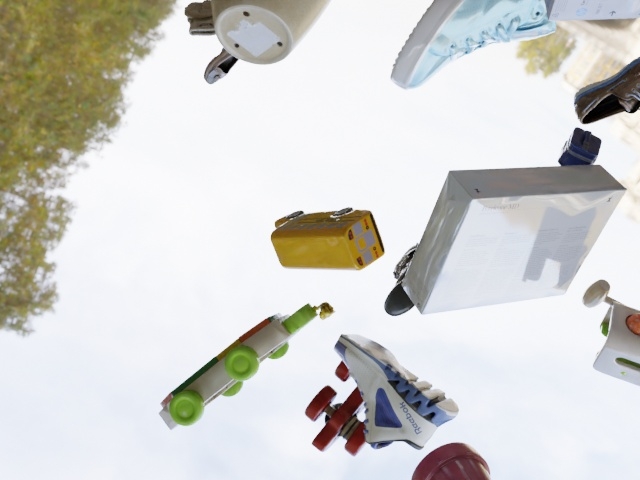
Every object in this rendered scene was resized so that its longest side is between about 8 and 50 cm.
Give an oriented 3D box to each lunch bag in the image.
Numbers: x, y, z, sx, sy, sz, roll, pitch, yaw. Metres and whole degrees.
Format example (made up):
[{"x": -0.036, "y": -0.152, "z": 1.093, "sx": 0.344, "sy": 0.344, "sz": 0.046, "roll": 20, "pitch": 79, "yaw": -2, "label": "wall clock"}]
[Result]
[{"x": 0.532, "y": -0.186, "z": 1.545, "sx": 0.067, "sy": 0.065, "sz": 0.098, "roll": 28, "pitch": -138, "yaw": 4, "label": "lunch bag"}]

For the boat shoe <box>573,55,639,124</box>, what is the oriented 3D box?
[{"x": 0.495, "y": -0.236, "z": 1.214, "sx": 0.066, "sy": 0.183, "sz": 0.066, "roll": 32, "pitch": -130, "yaw": -29, "label": "boat shoe"}]

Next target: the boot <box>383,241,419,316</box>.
[{"x": 0.281, "y": 0.126, "z": 2.504, "sx": 0.091, "sy": 0.263, "sz": 0.229, "roll": 38, "pitch": 177, "yaw": -9, "label": "boot"}]

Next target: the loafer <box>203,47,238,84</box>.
[{"x": -0.207, "y": -0.375, "z": 1.622, "sx": 0.045, "sy": 0.125, "sz": 0.039, "roll": 5, "pitch": -130, "yaw": -47, "label": "loafer"}]

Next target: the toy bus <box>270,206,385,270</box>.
[{"x": 0.000, "y": 0.000, "z": 1.740, "sx": 0.130, "sy": 0.108, "sz": 0.332, "roll": -33, "pitch": -160, "yaw": -35, "label": "toy bus"}]

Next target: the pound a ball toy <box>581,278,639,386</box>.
[{"x": 0.714, "y": 0.197, "z": 1.600, "sx": 0.319, "sy": 0.136, "sz": 0.208, "roll": 20, "pitch": -133, "yaw": 12, "label": "pound a ball toy"}]

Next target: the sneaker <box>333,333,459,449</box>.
[{"x": 0.130, "y": 0.352, "z": 1.671, "sx": 0.315, "sy": 0.182, "sz": 0.127, "roll": 36, "pitch": -170, "yaw": 30, "label": "sneaker"}]

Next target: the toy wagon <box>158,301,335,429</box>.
[{"x": -0.124, "y": 0.205, "z": 1.334, "sx": 0.068, "sy": 0.344, "sz": 0.267, "roll": 51, "pitch": -174, "yaw": 6, "label": "toy wagon"}]

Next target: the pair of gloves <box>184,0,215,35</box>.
[{"x": -0.190, "y": -0.514, "z": 1.740, "sx": 0.240, "sy": 0.042, "sz": 0.204, "roll": -8, "pitch": -140, "yaw": -11, "label": "pair of gloves"}]

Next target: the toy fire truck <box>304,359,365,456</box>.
[{"x": 0.096, "y": 0.420, "z": 1.964, "sx": 0.169, "sy": 0.302, "sz": 0.254, "roll": 37, "pitch": 173, "yaw": 15, "label": "toy fire truck"}]

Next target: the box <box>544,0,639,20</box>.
[{"x": 0.355, "y": -0.305, "z": 0.830, "sx": 0.186, "sy": 0.145, "sz": 0.038, "roll": -3, "pitch": -116, "yaw": 2, "label": "box"}]

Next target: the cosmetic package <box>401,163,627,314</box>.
[{"x": 0.375, "y": -0.005, "z": 1.482, "sx": 0.377, "sy": 0.285, "sz": 0.097, "roll": -4, "pitch": -136, "yaw": -27, "label": "cosmetic package"}]

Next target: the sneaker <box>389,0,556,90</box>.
[{"x": 0.265, "y": -0.336, "z": 1.116, "sx": 0.150, "sy": 0.366, "sz": 0.135, "roll": 47, "pitch": -166, "yaw": 7, "label": "sneaker"}]

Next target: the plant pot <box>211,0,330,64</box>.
[{"x": -0.079, "y": -0.433, "z": 1.256, "sx": 0.256, "sy": 0.256, "sz": 0.274, "roll": 22, "pitch": -121, "yaw": -18, "label": "plant pot"}]

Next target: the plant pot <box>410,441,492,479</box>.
[{"x": 0.344, "y": 0.618, "z": 1.824, "sx": 0.201, "sy": 0.201, "sz": 0.180, "roll": 16, "pitch": -166, "yaw": -27, "label": "plant pot"}]
